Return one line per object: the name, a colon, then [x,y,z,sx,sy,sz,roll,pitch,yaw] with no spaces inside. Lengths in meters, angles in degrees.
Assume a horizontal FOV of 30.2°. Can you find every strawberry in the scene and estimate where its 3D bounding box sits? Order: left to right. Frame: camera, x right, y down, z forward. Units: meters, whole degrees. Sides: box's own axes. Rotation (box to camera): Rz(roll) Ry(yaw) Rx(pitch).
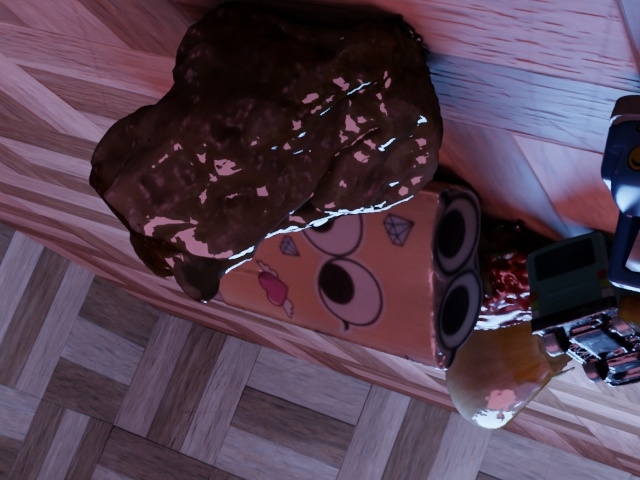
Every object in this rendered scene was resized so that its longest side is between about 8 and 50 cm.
strawberry: [0.173,0.051,1.111,0.167,0.087,0.208,8,164,47]

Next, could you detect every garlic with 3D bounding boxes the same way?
garlic: [0.236,0.157,1.464,0.164,0.146,0.245,-12,165,7]

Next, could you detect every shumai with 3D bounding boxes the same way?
shumai: [-0.035,-0.043,0.783,0.218,0.185,0.184,13,167,38]

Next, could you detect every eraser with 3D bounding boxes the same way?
eraser: [0.000,0.000,1.064,0.290,0.171,0.087,15,-151,35]

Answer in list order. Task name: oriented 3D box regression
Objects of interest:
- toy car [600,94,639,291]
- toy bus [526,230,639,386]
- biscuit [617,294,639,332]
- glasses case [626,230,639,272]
toy car: [0.225,-0.006,0.687,0.097,0.100,0.191,14,166,34]
toy bus: [0.243,0.061,1.002,0.079,0.092,0.160,-21,146,30]
biscuit: [0.298,0.069,0.797,0.202,0.041,0.260,8,180,-15]
glasses case: [0.294,0.019,0.805,0.193,0.049,0.074,11,171,46]
